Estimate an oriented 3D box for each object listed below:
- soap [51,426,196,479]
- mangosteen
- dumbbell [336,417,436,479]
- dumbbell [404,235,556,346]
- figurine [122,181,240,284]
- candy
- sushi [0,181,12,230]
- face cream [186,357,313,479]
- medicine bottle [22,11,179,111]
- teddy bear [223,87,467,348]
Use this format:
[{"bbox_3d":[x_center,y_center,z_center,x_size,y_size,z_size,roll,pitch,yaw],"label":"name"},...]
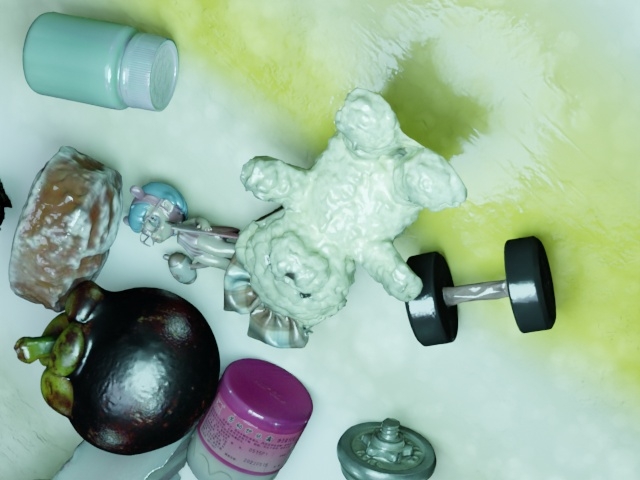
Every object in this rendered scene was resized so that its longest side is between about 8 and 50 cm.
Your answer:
[{"bbox_3d":[-0.354,0.393,1.785,0.159,0.302,0.258,33,115,11],"label":"soap"},{"bbox_3d":[-0.321,0.200,1.682,0.297,0.297,0.313,-26,100,22],"label":"mangosteen"},{"bbox_3d":[0.096,0.497,1.755,0.179,0.179,0.406,11,111,12],"label":"dumbbell"},{"bbox_3d":[0.252,0.081,1.573,0.218,0.152,0.153,-10,106,19],"label":"dumbbell"},{"bbox_3d":[-0.218,-0.001,1.719,0.260,0.103,0.205,28,150,2],"label":"figurine"},{"bbox_3d":[-0.430,-0.012,1.696,0.157,0.214,0.290,25,119,7],"label":"candy"},{"bbox_3d":[-0.652,-0.052,1.797,0.212,0.147,0.115,1,117,34],"label":"sushi"},{"bbox_3d":[-0.128,0.335,1.760,0.175,0.175,0.195,29,113,4],"label":"face cream"},{"bbox_3d":[-0.358,-0.289,1.618,0.225,0.139,0.139,12,112,12],"label":"medicine bottle"},{"bbox_3d":[0.000,0.000,1.494,0.327,0.375,0.362,43,84,-2],"label":"teddy bear"}]
